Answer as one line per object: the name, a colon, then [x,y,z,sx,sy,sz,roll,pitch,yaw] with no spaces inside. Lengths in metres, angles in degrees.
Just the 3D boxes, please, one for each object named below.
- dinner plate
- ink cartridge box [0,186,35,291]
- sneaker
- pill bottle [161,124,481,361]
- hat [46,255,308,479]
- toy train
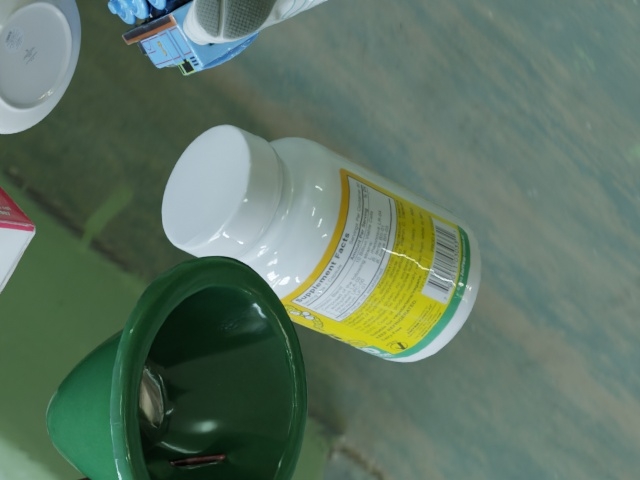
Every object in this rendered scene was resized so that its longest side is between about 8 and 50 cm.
dinner plate: [-0.244,-0.155,1.534,0.017,0.141,0.141,20,116,33]
ink cartridge box: [-0.330,-0.048,1.219,0.237,0.172,0.100,44,111,32]
sneaker: [-0.026,-0.171,1.212,0.152,0.061,0.054,-27,95,-22]
pill bottle: [0.000,0.000,1.251,0.208,0.117,0.117,25,112,-38]
hat: [-0.138,0.103,1.098,0.183,0.208,0.173,-4,102,34]
toy train: [-0.121,-0.194,1.583,0.080,0.184,0.105,-32,100,-18]
